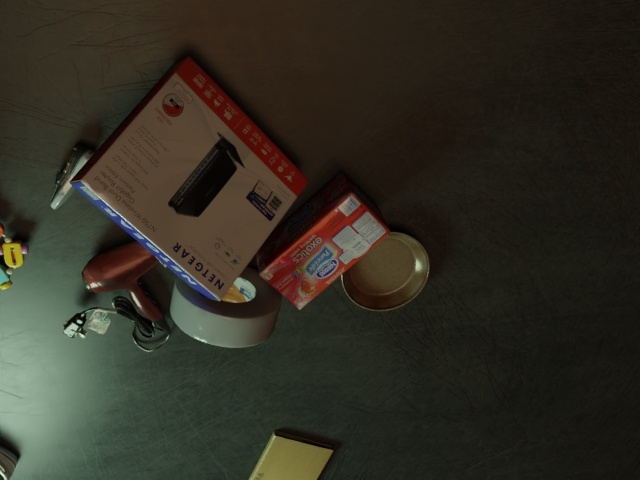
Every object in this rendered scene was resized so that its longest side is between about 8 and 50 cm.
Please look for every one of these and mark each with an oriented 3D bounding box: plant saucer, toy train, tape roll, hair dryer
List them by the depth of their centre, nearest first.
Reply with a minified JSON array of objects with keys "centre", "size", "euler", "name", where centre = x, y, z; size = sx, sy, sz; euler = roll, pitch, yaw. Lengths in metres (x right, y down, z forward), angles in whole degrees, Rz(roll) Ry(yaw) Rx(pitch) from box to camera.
[{"centre":[-0.652,0.024,1.421],"size":[0.125,0.046,0.166],"euler":[23,108,-18],"name":"toy train"},{"centre":[-0.191,0.125,1.449],"size":[0.219,0.219,0.072],"euler":[10,115,-14],"name":"tape roll"},{"centre":[-0.393,0.099,1.501],"size":[0.223,0.080,0.294],"euler":[14,121,-32],"name":"hair dryer"},{"centre":[0.141,0.063,1.578],"size":[0.198,0.036,0.199],"euler":[-4,117,-7],"name":"plant saucer"}]

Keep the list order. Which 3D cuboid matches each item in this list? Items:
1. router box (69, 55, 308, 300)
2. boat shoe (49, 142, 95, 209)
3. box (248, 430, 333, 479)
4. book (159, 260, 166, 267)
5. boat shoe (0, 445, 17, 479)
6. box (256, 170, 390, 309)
[{"centre":[-0.227,-0.108,1.319],"size":[0.335,0.082,0.301],"euler":[44,69,-26],"name":"router box"},{"centre":[-0.484,-0.124,1.375],"size":[0.040,0.049,0.142],"euler":[37,105,-4],"name":"boat shoe"},{"centre":[-0.081,0.581,1.813],"size":[0.164,0.021,0.201],"euler":[19,112,-18],"name":"box"},{"centre":[-0.314,-0.024,1.394],"size":[0.035,0.144,0.096],"euler":[-34,117,12],"name":"book"},{"centre":[-0.785,0.474,1.608],"size":[0.226,0.076,0.083],"euler":[37,105,-24],"name":"boat shoe"},{"centre":[0.000,0.000,1.472],"size":[0.257,0.123,0.128],"euler":[-41,115,12],"name":"box"}]
